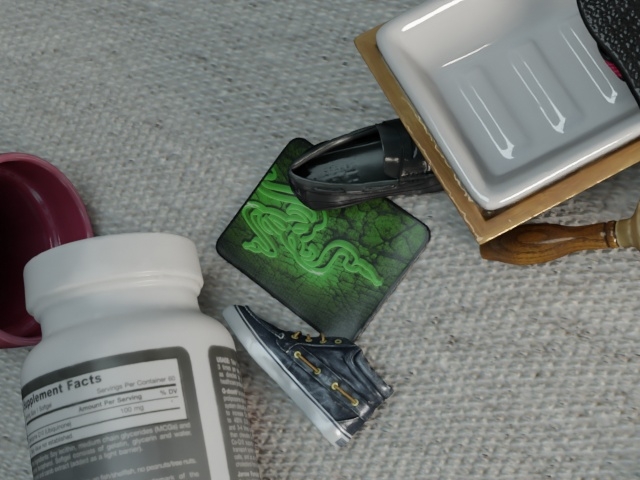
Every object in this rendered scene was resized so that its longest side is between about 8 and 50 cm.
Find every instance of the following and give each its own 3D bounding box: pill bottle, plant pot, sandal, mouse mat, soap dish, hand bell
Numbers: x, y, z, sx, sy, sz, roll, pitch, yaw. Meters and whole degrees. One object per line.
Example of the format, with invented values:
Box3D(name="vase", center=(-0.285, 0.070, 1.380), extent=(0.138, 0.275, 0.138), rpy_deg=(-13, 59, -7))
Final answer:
Box3D(name="pill bottle", center=(-0.170, 0.188, 1.196), extent=(0.210, 0.210, 0.362), rpy_deg=(-16, 74, 14))
Box3D(name="plant pot", center=(-0.367, 0.016, 1.315), extent=(0.180, 0.201, 0.201), rpy_deg=(-6, 77, 33))
Box3D(name="sandal", center=(0.270, -0.167, 1.086), extent=(0.067, 0.040, 0.179), rpy_deg=(-25, 85, -2))
Box3D(name="mouse mat", center=(0.000, 0.000, 1.290), extent=(0.190, 0.007, 0.152), rpy_deg=(36, 91, 22))
Box3D(name="soap dish", center=(0.210, -0.147, 1.160), extent=(0.291, 0.118, 0.229), rpy_deg=(-27, 71, -8))
Box3D(name="hand bell", center=(0.264, -0.003, 1.172), extent=(0.242, 0.126, 0.126), rpy_deg=(-8, 76, 29))

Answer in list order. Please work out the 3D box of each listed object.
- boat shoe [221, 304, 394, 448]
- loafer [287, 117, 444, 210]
Box3D(name="boat shoe", center=(-0.013, 0.113, 1.245), extent=(0.083, 0.065, 0.183), rpy_deg=(-43, 72, -4))
Box3D(name="loafer", center=(0.076, -0.082, 1.240), extent=(0.223, 0.078, 0.076), rpy_deg=(-15, 72, 10))
